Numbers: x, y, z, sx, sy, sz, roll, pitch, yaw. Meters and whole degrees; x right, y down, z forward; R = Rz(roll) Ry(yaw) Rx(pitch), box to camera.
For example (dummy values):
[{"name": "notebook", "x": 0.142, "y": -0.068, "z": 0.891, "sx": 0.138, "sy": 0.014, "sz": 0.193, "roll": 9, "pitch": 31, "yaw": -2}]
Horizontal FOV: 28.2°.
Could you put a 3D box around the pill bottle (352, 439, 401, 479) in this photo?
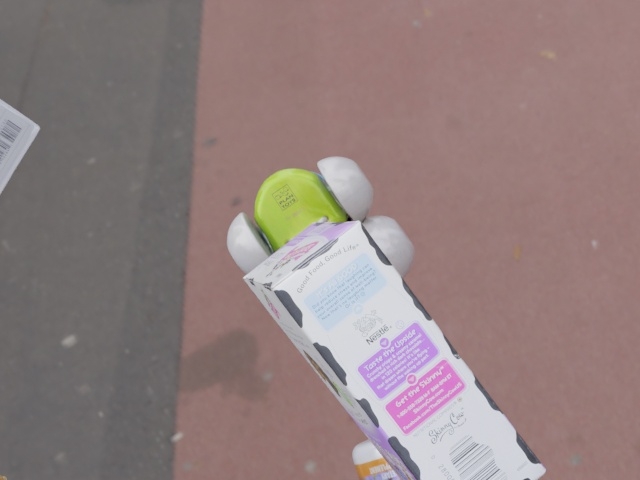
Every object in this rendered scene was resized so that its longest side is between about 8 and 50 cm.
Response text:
[{"name": "pill bottle", "x": 0.116, "y": 0.255, "z": 1.066, "sx": 0.121, "sy": 0.216, "sz": 0.121, "roll": -20, "pitch": -7, "yaw": -3}]

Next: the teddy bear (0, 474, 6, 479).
[{"name": "teddy bear", "x": -0.401, "y": 0.169, "z": 1.153, "sx": 0.113, "sy": 0.245, "sz": 0.338, "roll": -45, "pitch": 73, "yaw": 0}]

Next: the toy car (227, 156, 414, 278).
[{"name": "toy car", "x": 0.000, "y": 0.000, "z": 1.343, "sx": 0.159, "sy": 0.182, "sz": 0.136, "roll": -34, "pitch": 13, "yaw": 7}]

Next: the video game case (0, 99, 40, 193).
[{"name": "video game case", "x": -0.193, "y": -0.048, "z": 0.549, "sx": 0.011, "sy": 0.122, "sz": 0.087, "roll": -4, "pitch": 54, "yaw": 59}]

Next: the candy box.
[{"name": "candy box", "x": 0.041, "y": 0.083, "z": 0.839, "sx": 0.070, "sy": 0.196, "sz": 0.165, "roll": -38, "pitch": 7, "yaw": -7}]
